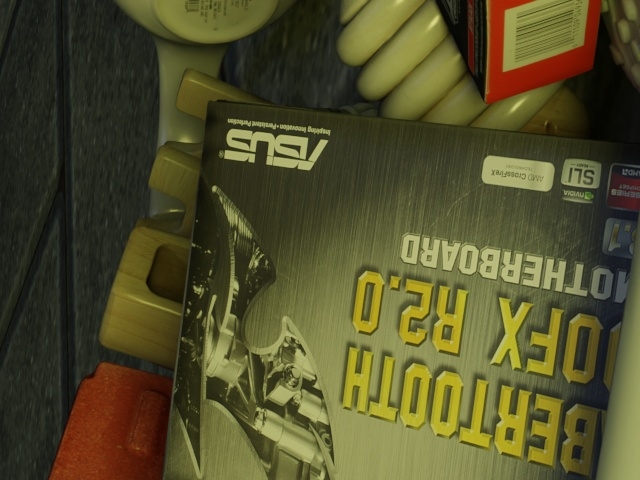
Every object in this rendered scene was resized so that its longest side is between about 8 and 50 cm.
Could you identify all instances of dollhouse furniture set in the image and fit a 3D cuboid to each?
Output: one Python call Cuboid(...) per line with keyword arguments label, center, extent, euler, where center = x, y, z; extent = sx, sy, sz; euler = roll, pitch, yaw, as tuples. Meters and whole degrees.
Cuboid(label="dollhouse furniture set", center=(-0.055, 0.103, 0.842), extent=(0.374, 0.152, 0.201), euler=(-80, 10, -53))

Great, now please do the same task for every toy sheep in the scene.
Cuboid(label="toy sheep", center=(0.051, -0.077, 0.595), extent=(0.091, 0.132, 0.091), euler=(-49, 0, 0))

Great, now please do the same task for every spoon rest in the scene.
Cuboid(label="spoon rest", center=(-0.074, -0.127, 0.957), extent=(0.276, 0.137, 0.084), euler=(103, 162, -49))

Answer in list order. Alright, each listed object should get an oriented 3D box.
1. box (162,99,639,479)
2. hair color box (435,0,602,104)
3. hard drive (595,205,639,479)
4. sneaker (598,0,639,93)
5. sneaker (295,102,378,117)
Cuboid(label="box", center=(0.044, 0.053, 0.516), extent=(0.231, 0.056, 0.183), euler=(12, 95, 45))
Cuboid(label="hair color box", center=(0.049, -0.125, 0.532), extent=(0.072, 0.043, 0.141), euler=(80, 171, -61))
Cuboid(label="hard drive", center=(0.135, 0.144, 0.320), extent=(0.233, 0.047, 0.353), euler=(15, 98, 57))
Cuboid(label="sneaker", center=(0.126, -0.142, 0.461), extent=(0.090, 0.095, 0.235), euler=(-126, 26, -62))
Cuboid(label="sneaker", center=(0.000, 0.000, 0.763), extent=(0.063, 0.075, 0.170), euler=(121, 149, -49))
